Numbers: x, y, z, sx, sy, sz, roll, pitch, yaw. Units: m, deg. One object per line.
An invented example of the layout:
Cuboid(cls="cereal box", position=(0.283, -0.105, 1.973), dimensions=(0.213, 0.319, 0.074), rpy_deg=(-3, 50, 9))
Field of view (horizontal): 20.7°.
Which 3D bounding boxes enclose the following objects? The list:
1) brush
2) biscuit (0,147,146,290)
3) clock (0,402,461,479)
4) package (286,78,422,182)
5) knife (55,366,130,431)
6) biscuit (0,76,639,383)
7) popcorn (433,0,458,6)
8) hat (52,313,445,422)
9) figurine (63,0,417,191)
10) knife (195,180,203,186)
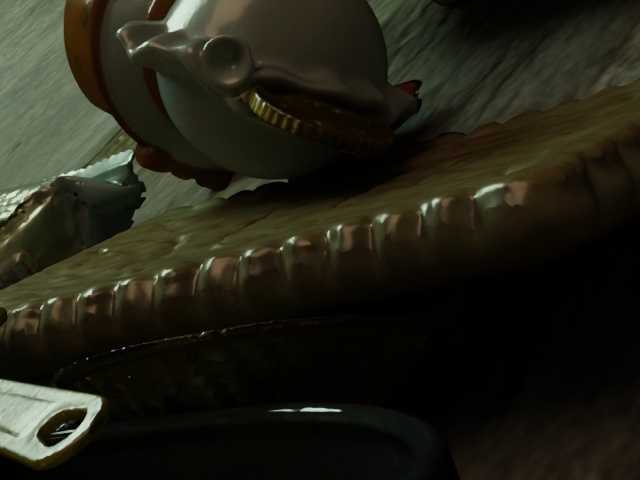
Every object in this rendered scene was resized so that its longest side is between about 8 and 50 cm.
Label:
Cuboid(cls="brush", position=(-0.118, 0.053, 0.586), dimensions=(0.083, 0.011, 0.205), rpy_deg=(-43, 23, -23))
Cuboid(cls="biscuit", position=(-0.219, 0.073, 0.882), dimensions=(0.186, 0.079, 0.309), rpy_deg=(-13, 29, 52))
Cuboid(cls="clock", position=(-0.140, 0.121, 0.446), dimensions=(0.386, 0.076, 0.386), rpy_deg=(-11, 3, 1))
Cuboid(cls="package", position=(0.010, -0.044, 0.882), dimensions=(0.077, 0.033, 0.111), rpy_deg=(-46, 5, 31))
Cuboid(cls="knife", position=(-0.090, 0.067, 0.799), dimensions=(0.121, 0.018, 0.031), rpy_deg=(-35, 24, -5))
Cuboid(cls="biscuit", position=(0.000, 0.000, 0.706), dimensions=(0.325, 0.044, 0.217), rpy_deg=(-15, 10, 33))
Cuboid(cls="popcorn", position=(0.064, -0.332, 0.950), dimensions=(0.344, 0.354, 0.390), rpy_deg=(2, -20, -6))
Cuboid(cls="hat", position=(-0.022, 0.074, 0.637), dimensions=(0.146, 0.067, 0.146), rpy_deg=(-7, -12, -1))
Cuboid(cls="figurine", position=(-0.038, -0.079, 0.802), dimensions=(0.143, 0.143, 0.271), rpy_deg=(-31, 35, 5))
Cuboid(cls="knife", position=(-0.062, -0.134, 0.952), dimensions=(0.045, 0.222, 0.021), rpy_deg=(-19, 29, -22))
